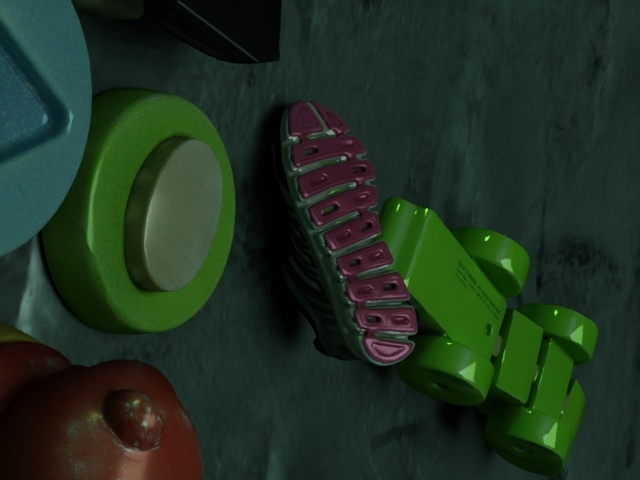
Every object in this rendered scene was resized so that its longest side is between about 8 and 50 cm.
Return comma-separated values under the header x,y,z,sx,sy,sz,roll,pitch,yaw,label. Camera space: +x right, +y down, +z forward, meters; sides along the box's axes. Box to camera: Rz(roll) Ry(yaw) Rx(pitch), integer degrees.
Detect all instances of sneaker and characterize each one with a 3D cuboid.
x,y,z,sx,sy,sz,roll,pitch,yaw,label
0.000,0.000,0.858,0.063,0.075,0.170,-17,87,-38,sneaker

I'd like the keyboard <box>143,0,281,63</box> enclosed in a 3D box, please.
x,y,z,sx,sy,sz,roll,pitch,yaw,label
-0.067,-0.256,0.694,0.201,0.033,0.317,29,59,-63,keyboard

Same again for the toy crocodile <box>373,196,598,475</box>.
x,y,z,sx,sy,sz,roll,pitch,yaw,label
0.117,0.080,1.026,0.340,0.105,0.115,42,60,-47,toy crocodile

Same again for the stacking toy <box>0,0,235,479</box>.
x,y,z,sx,sy,sz,roll,pitch,yaw,label
-0.100,-0.022,0.623,0.279,0.130,0.308,-48,133,-44,stacking toy
